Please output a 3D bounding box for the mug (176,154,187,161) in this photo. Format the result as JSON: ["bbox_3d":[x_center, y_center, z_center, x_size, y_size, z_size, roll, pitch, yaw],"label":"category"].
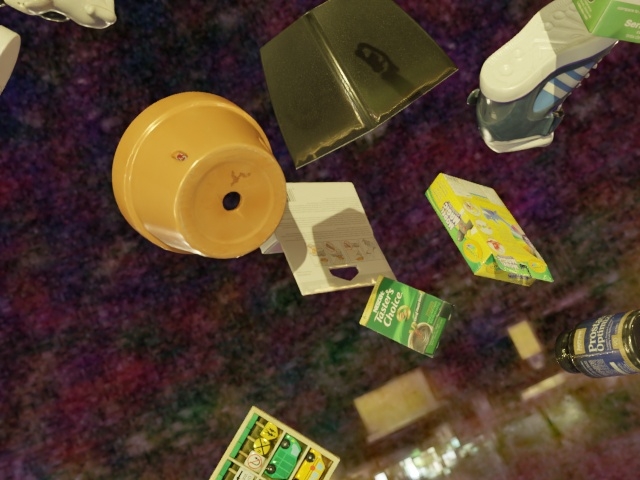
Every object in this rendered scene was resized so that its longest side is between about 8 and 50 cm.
[{"bbox_3d":[-0.254,-0.217,1.784,0.169,0.150,0.113,-4,141,50],"label":"mug"}]

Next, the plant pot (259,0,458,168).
[{"bbox_3d":[0.033,-0.230,1.166,0.188,0.167,0.187,-37,-170,-34],"label":"plant pot"}]

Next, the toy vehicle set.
[{"bbox_3d":[-0.105,0.423,1.407,0.267,0.166,0.035,-60,175,-5],"label":"toy vehicle set"}]

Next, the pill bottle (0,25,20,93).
[{"bbox_3d":[-0.695,-0.360,1.479,0.334,0.188,0.188,26,147,-11],"label":"pill bottle"}]

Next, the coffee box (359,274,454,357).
[{"bbox_3d":[0.166,0.145,1.715,0.040,0.184,0.113,23,91,-42],"label":"coffee box"}]

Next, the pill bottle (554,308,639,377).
[{"bbox_3d":[0.575,0.210,1.741,0.123,0.123,0.219,-15,175,-30],"label":"pill bottle"}]

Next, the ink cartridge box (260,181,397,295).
[{"bbox_3d":[0.000,0.000,1.871,0.296,0.261,0.066,-4,154,-45],"label":"ink cartridge box"}]

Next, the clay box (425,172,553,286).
[{"bbox_3d":[0.267,-0.008,1.393,0.127,0.222,0.053,12,127,-34],"label":"clay box"}]

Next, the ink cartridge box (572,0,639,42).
[{"bbox_3d":[0.467,-0.457,1.252,0.117,0.201,0.278,6,137,-16],"label":"ink cartridge box"}]

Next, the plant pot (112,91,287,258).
[{"bbox_3d":[-0.190,-0.093,1.509,0.291,0.291,0.203,-18,-153,-22],"label":"plant pot"}]

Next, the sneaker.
[{"bbox_3d":[0.418,-0.288,1.588,0.323,0.130,0.236,-35,148,-9],"label":"sneaker"}]

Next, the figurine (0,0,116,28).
[{"bbox_3d":[-0.536,-0.464,1.687,0.215,0.092,0.209,19,-160,36],"label":"figurine"}]
